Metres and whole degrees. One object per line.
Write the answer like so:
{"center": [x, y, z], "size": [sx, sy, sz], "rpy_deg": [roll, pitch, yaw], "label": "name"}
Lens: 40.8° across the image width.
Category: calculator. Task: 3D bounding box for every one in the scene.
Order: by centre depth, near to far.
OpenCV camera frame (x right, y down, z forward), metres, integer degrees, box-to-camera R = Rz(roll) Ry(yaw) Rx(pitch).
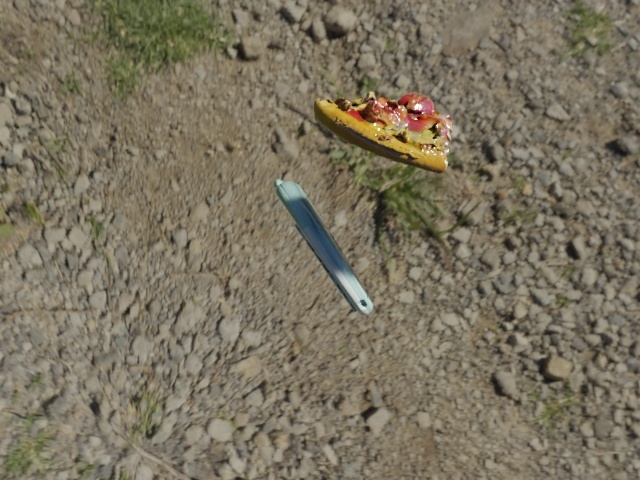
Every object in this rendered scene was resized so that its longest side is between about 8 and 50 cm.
{"center": [0.000, 0.000, 0.700], "size": [0.021, 0.095, 0.153], "rpy_deg": [-32, 49, 2], "label": "calculator"}

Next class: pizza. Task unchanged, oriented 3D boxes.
{"center": [0.100, -0.154, 1.093], "size": [0.200, 0.053, 0.193], "rpy_deg": [23, 28, 22], "label": "pizza"}
